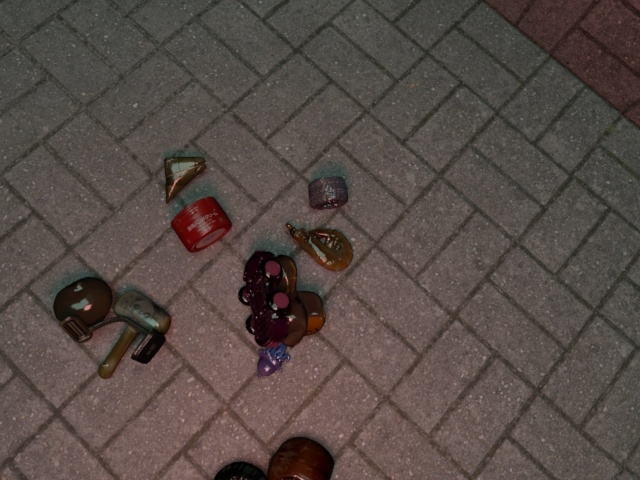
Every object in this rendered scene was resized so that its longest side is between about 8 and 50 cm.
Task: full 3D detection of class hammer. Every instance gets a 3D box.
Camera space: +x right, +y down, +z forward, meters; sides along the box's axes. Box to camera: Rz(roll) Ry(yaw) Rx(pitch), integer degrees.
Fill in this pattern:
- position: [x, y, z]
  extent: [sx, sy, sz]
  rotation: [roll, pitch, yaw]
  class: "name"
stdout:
- position: [-0.670, 0.339, 1.682]
  extent: [0.201, 0.113, 0.306]
  rotation: [34, 84, 7]
  class: "hammer"

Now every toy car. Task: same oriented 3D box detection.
- position: [-0.128, 0.199, 1.694]
  extent: [0.240, 0.271, 0.341]
  rotation: [-2, 65, -30]
  class: "toy car"

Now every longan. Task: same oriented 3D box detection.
- position: [-0.802, 0.214, 1.658]
  extent: [0.189, 0.189, 0.189]
  rotation: [1, 76, -5]
  class: "longan"

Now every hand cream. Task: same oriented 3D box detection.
- position: [-0.424, -0.055, 1.747]
  extent: [0.193, 0.193, 0.125]
  rotation: [-36, 84, -12]
  class: "hand cream"

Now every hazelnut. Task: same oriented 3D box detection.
- position: [-0.071, 0.759, 1.568]
  extent: [0.217, 0.234, 0.218]
  rotation: [5, 113, 13]
  class: "hazelnut"

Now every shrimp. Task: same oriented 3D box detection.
- position: [0.000, 0.000, 1.837]
  extent: [0.287, 0.063, 0.152]
  rotation: [37, 74, 1]
  class: "shrimp"

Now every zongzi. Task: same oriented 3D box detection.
- position: [-0.509, -0.231, 1.848]
  extent: [0.160, 0.078, 0.176]
  rotation: [-4, 86, -6]
  class: "zongzi"

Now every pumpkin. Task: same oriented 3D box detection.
- position: [-0.256, 0.815, 1.561]
  extent: [0.201, 0.140, 0.202]
  rotation: [-1, 87, 11]
  class: "pumpkin"

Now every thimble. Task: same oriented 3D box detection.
- position: [0.028, -0.179, 1.842]
  extent: [0.149, 0.150, 0.098]
  rotation: [-6, 79, -7]
  class: "thimble"

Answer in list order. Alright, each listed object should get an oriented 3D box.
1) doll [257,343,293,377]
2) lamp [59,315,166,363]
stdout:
- position: [-0.156, 0.401, 1.724]
  extent: [0.109, 0.067, 0.206]
  rotation: [31, 64, 17]
  class: "doll"
- position: [-0.657, 0.289, 1.544]
  extent: [0.283, 0.203, 0.125]
  rotation: [15, 69, 7]
  class: "lamp"
